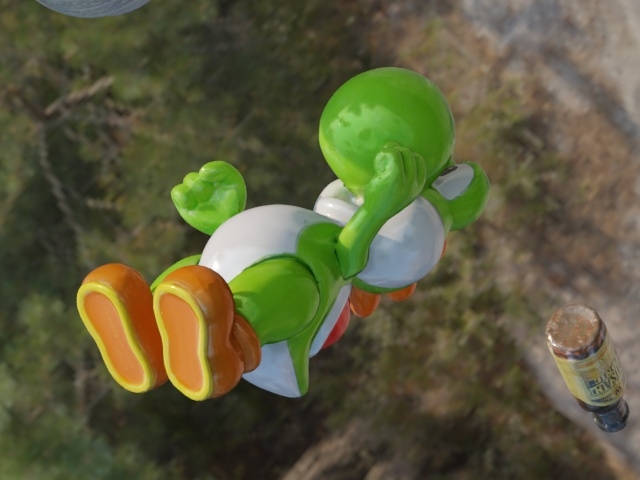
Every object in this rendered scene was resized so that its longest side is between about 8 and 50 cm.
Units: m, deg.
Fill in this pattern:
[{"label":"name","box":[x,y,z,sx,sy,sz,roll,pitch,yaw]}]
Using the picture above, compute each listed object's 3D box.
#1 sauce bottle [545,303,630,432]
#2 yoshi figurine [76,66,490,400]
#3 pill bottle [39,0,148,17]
[{"label":"sauce bottle","box":[0.187,0.090,1.218,0.042,0.042,0.128,16,157,32]},{"label":"yoshi figurine","box":[-0.012,-0.025,1.409,0.203,0.362,0.203,47,141,18]},{"label":"pill bottle","box":[-0.216,-0.283,1.571,0.160,0.160,0.283,38,-178,5]}]
